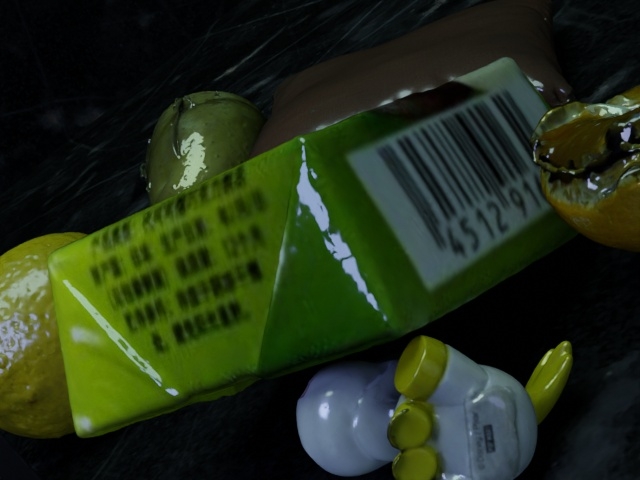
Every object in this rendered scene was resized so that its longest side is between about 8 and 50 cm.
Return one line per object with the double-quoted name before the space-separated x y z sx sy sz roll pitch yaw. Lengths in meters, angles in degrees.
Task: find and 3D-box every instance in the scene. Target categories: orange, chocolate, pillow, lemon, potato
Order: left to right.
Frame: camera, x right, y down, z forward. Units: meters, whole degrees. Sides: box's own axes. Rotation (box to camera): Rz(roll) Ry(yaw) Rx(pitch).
"lemon" -0.237 0.087 1.138 0.180 0.180 0.193 1 63 61
"potato" -0.113 -0.066 1.287 0.143 0.169 0.248 -12 26 4
"chocolate" 0.000 0.000 0.859 0.289 0.137 0.301 -22 1 39
"pillow" 0.077 -0.128 1.170 0.308 0.108 0.305 -18 22 14
"orange" 0.216 -0.049 0.768 0.170 0.112 0.160 -2 20 20

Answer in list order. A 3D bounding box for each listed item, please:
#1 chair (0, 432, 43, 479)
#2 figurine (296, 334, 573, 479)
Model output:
"chair" -0.281 0.217 0.962 0.154 0.141 0.260 -43 17 -18
"figurine" 0.059 0.101 0.741 0.129 0.109 0.178 -20 6 -31
